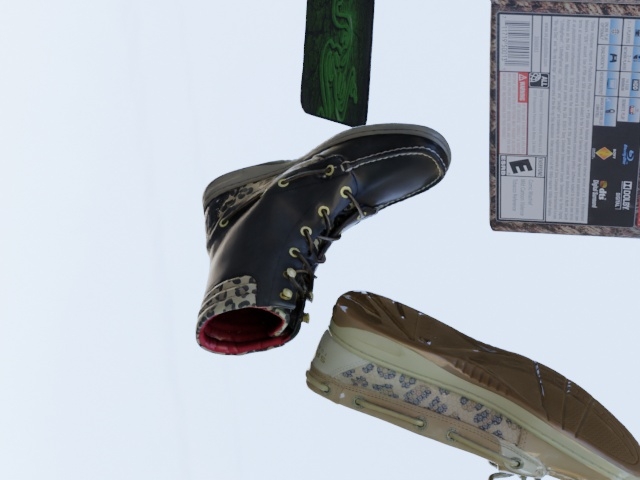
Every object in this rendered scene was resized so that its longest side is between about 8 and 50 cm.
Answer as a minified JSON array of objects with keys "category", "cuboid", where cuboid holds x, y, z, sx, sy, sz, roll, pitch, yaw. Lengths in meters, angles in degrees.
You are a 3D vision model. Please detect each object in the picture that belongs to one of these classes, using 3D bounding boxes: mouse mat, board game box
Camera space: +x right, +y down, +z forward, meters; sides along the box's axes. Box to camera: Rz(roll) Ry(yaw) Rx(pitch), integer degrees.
[{"category":"mouse mat","cuboid":[0.018,-0.222,2.015,0.152,0.007,0.190,22,-67,59]},{"category":"board game box","cuboid":[0.269,-0.125,1.327,0.232,0.291,0.141,85,11,-48]}]

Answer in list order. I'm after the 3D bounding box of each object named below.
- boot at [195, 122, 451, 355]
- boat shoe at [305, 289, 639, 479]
[{"category":"boot","cuboid":[0.000,0.001,1.580,0.179,0.236,0.085,-84,151,-44]},{"category":"boat shoe","cuboid":[0.128,0.139,1.516,0.089,0.285,0.104,-64,175,21]}]
